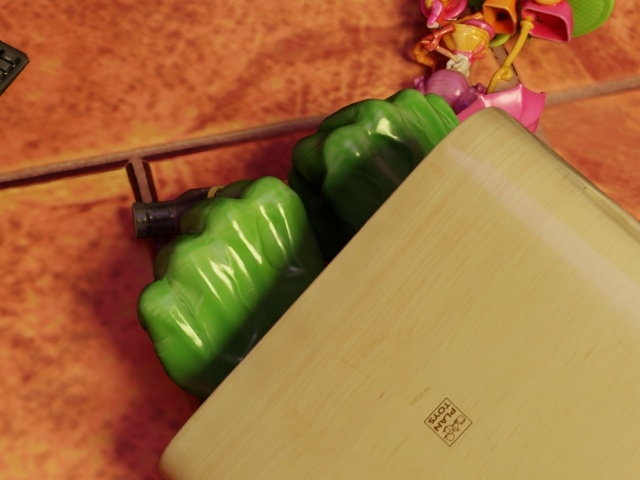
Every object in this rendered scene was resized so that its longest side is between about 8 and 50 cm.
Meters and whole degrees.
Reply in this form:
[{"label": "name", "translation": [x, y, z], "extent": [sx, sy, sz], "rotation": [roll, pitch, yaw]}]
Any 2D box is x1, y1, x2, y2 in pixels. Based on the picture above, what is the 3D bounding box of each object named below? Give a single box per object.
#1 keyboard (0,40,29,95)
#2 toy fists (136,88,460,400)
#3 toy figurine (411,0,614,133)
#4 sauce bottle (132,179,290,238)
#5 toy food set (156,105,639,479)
[{"label": "keyboard", "translation": [-0.322, -0.144, 0.859], "extent": [0.180, 0.023, 0.108], "rotation": [27, 61, 6]}, {"label": "toy fists", "translation": [0.000, 0.000, 0.770], "extent": [0.279, 0.096, 0.142], "rotation": [-35, 113, -25]}, {"label": "toy figurine", "translation": [0.124, -0.143, 0.898], "extent": [0.173, 0.130, 0.159], "rotation": [14, 67, 23]}, {"label": "sauce bottle", "translation": [-0.070, -0.019, 0.823], "extent": [0.128, 0.042, 0.042], "rotation": [-8, 63, -13]}, {"label": "toy food set", "translation": [0.080, 0.102, 0.657], "extent": [0.220, 0.092, 0.306], "rotation": [43, 96, 14]}]
